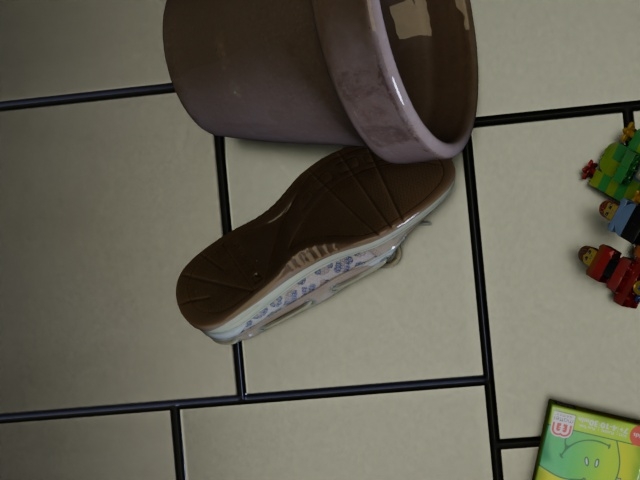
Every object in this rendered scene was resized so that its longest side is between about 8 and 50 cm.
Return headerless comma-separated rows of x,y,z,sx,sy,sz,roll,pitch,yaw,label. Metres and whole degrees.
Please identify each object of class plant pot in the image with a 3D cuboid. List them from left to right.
-0.007,-0.181,1.130,0.229,0.263,0.263,-10,88,24,plant pot

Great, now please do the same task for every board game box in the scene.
0.238,0.247,1.181,0.092,0.043,0.181,13,91,6,board game box

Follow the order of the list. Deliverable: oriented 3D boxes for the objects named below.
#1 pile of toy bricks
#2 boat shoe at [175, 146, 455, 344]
0.288,-0.052,1.158,0.105,0.118,0.212,35,104,38,pile of toy bricks
0.000,0.000,1.199,0.285,0.089,0.105,-29,60,3,boat shoe
